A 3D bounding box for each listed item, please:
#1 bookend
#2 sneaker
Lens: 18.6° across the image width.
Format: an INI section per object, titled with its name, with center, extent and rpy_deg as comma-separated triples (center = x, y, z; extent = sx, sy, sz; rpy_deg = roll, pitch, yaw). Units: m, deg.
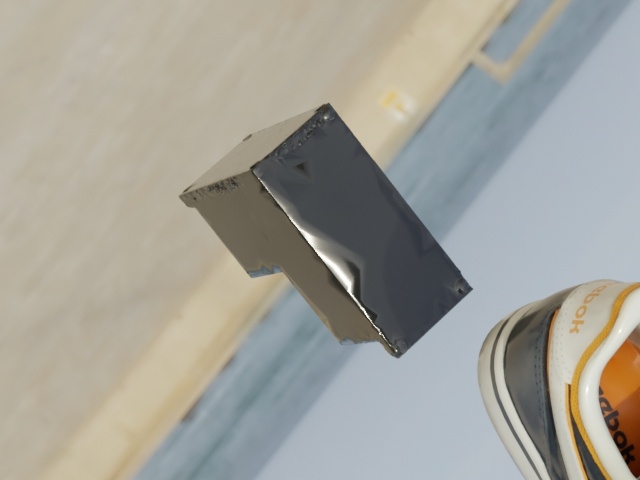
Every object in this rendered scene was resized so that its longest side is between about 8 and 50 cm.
[bookend]
center = 0.000, 0.000, 1.315
extent = 0.072, 0.157, 0.156
rpy_deg = -42, -171, -20
[sneaker]
center = 0.209, 0.164, 1.030
extent = 0.126, 0.321, 0.127
rpy_deg = -36, -178, -30
